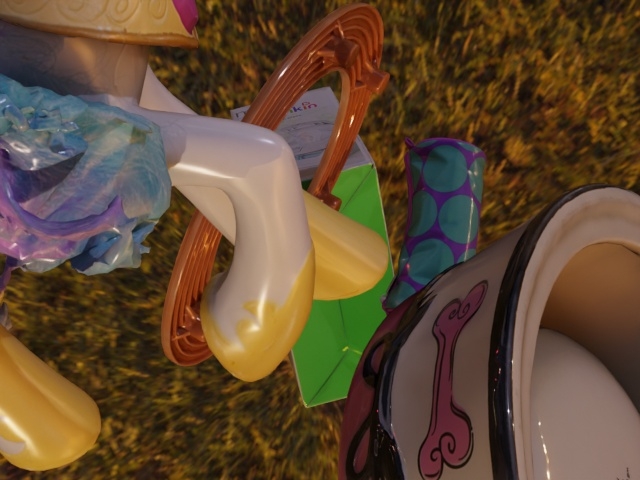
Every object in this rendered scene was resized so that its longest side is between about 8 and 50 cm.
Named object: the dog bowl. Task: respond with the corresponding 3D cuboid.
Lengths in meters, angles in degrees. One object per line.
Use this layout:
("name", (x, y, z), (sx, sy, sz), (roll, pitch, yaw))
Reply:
("dog bowl", (0.171, 0.178, 0.835), (0.150, 0.408, 0.408), (-20, 84, 35))

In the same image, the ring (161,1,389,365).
("ring", (-0.027, -0.039, 1.071), (0.032, 0.336, 0.337), (29, 85, 13))

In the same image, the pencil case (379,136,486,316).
("pencil case", (0.091, -0.004, 1.037), (0.070, 0.064, 0.152), (9, 79, 1))

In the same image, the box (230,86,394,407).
("box", (0.000, 0.000, 1.391), (0.126, 0.231, 0.262), (-14, 119, -5))

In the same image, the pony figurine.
("pony figurine", (-0.163, -0.067, 0.440), (0.350, 0.363, 0.303), (-5, 50, 12))
